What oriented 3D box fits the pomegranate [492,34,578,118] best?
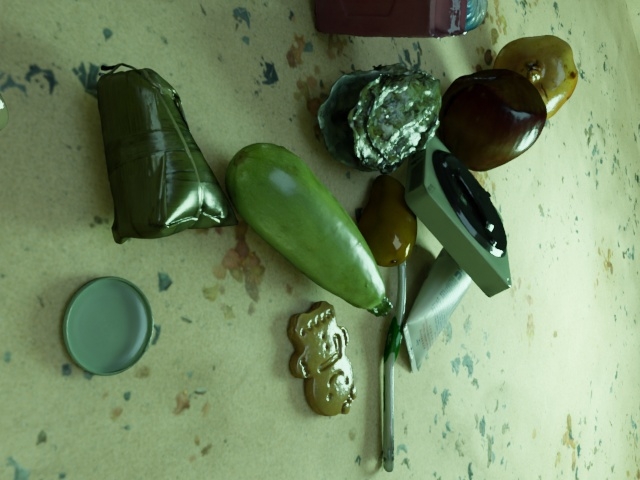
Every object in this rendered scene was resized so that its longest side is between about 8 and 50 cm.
[{"bbox_3d":[0.502,-0.388,1.496,0.209,0.209,0.209,10,77,-49],"label":"pomegranate"}]

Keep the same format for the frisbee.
[{"bbox_3d":[-0.234,0.094,0.697,0.110,0.014,0.110,8,80,-49],"label":"frisbee"}]

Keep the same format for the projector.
[{"bbox_3d":[0.263,-0.061,1.168,0.259,0.079,0.257,45,30,-19],"label":"projector"}]

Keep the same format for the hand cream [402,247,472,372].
[{"bbox_3d":[0.216,0.120,1.184,0.248,0.083,0.133,-52,140,-34],"label":"hand cream"}]

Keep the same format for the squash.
[{"bbox_3d":[-0.001,-0.005,0.912,0.370,0.118,0.118,45,53,-38],"label":"squash"}]

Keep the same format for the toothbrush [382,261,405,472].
[{"bbox_3d":[0.129,0.183,1.091,0.040,0.042,0.417,3,80,-10],"label":"toothbrush"}]

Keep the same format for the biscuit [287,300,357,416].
[{"bbox_3d":[0.005,0.185,0.959,0.133,0.027,0.183,-9,91,-51],"label":"biscuit"}]

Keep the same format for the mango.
[{"bbox_3d":[0.115,-0.033,1.075,0.102,0.085,0.184,22,46,-15],"label":"mango"}]

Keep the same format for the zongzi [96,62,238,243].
[{"bbox_3d":[-0.169,-0.108,0.754,0.204,0.094,0.204,-9,89,-61],"label":"zongzi"}]

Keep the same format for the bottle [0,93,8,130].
[{"bbox_3d":[-0.351,-0.089,0.528,0.099,0.099,0.152,56,51,-29],"label":"bottle"}]

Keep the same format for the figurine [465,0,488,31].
[{"bbox_3d":[0.337,-0.521,1.429,0.114,0.079,0.114,10,90,-84],"label":"figurine"}]

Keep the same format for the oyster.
[{"bbox_3d":[0.118,-0.218,1.080,0.351,0.158,0.162,-34,153,-54],"label":"oyster"}]

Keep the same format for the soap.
[{"bbox_3d":[0.115,-0.498,0.955,0.128,0.233,0.359,-22,120,-47],"label":"soap"}]

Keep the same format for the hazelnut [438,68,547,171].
[{"bbox_3d":[0.349,-0.248,1.305,0.217,0.217,0.251,60,21,-25],"label":"hazelnut"}]
